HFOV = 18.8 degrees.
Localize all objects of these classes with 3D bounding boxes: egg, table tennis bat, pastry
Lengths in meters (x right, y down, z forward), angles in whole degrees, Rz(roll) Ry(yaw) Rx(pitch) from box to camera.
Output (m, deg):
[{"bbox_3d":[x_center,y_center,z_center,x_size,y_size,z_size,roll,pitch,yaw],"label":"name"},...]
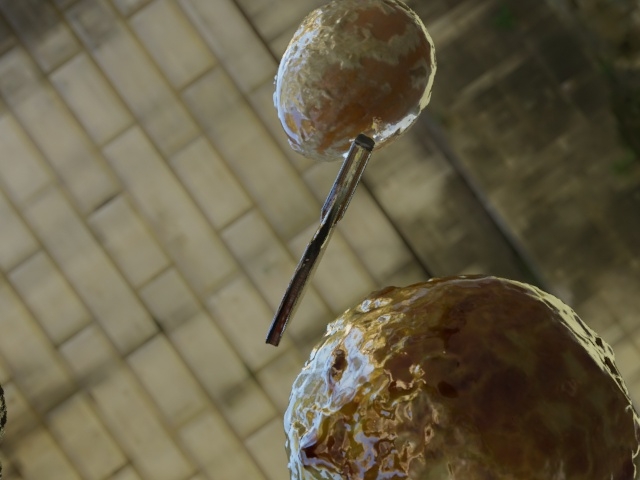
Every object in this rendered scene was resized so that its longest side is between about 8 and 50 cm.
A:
[{"bbox_3d":[0.040,-0.200,2.400,0.195,0.233,0.195,23,159,9],"label":"egg"},{"bbox_3d":[0.000,0.000,1.676,0.019,0.220,0.130,26,-148,2],"label":"table tennis bat"},{"bbox_3d":[0.152,0.206,1.925,0.388,0.388,0.312,55,145,13],"label":"pastry"}]

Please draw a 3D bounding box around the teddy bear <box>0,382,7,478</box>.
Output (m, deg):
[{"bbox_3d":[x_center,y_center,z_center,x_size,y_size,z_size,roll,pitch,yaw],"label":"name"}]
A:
[{"bbox_3d":[-0.343,0.164,1.566,0.140,0.177,0.190,113,167,-48],"label":"teddy bear"}]
